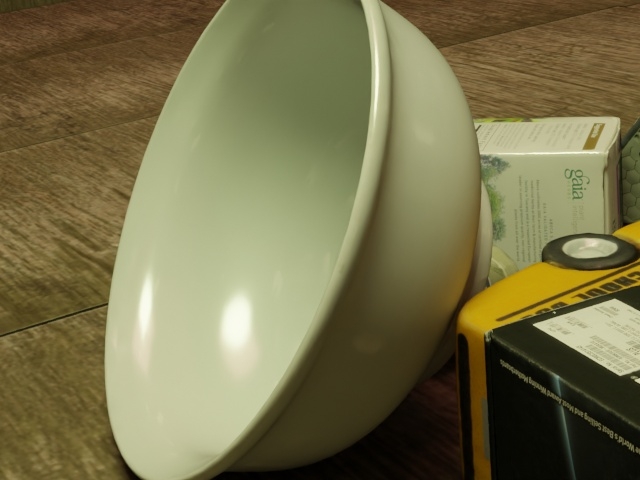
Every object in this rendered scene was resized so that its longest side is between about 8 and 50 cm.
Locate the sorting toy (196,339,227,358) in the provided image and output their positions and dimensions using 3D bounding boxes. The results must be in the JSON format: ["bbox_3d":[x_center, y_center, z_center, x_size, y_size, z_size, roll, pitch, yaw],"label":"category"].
[{"bbox_3d":[-0.081,0.061,0.808,0.061,0.042,0.102,-10,21,-9],"label":"sorting toy"}]

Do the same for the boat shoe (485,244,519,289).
[{"bbox_3d":[-0.004,0.012,0.865,0.302,0.109,0.094,20,16,35],"label":"boat shoe"}]

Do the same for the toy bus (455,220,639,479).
[{"bbox_3d":[0.220,0.044,0.666,0.333,0.108,0.130,-18,24,-30],"label":"toy bus"}]

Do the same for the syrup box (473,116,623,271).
[{"bbox_3d":[0.105,-0.036,0.939,0.237,0.093,0.096,1,21,19],"label":"syrup box"}]

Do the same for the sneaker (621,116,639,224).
[{"bbox_3d":[0.322,-0.120,0.968,0.086,0.226,0.163,47,38,14],"label":"sneaker"}]

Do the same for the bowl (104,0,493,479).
[{"bbox_3d":[0.000,0.000,0.686,0.134,0.298,0.298,17,9,-27],"label":"bowl"}]

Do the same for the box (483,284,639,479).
[{"bbox_3d":[0.139,0.117,0.440,0.077,0.147,0.180,-15,23,-22],"label":"box"}]
